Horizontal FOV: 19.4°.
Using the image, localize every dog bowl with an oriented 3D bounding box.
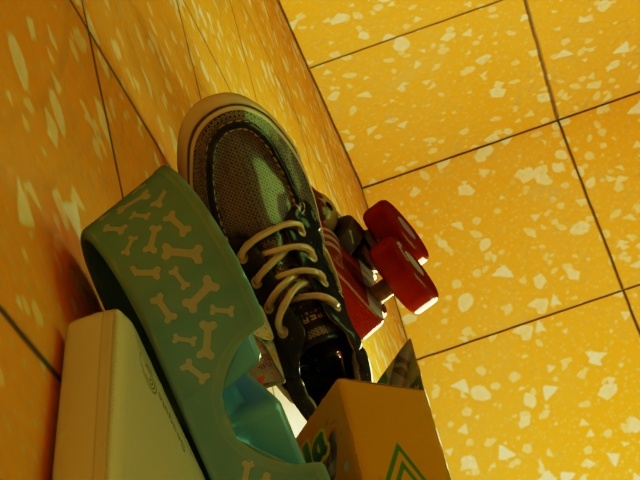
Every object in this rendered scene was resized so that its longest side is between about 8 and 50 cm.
[{"bbox_3d":[-0.078,0.096,1.284,0.166,0.074,0.297,32,-33,63],"label":"dog bowl"}]

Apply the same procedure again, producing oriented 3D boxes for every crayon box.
[{"bbox_3d":[0.025,0.252,1.382,0.203,0.083,0.323,-58,-147,38],"label":"crayon box"}]

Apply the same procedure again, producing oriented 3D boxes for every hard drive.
[{"bbox_3d":[-0.092,0.221,1.063,0.353,0.047,0.233,-100,170,-63],"label":"hard drive"}]

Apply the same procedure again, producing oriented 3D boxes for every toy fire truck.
[{"bbox_3d":[0.000,0.000,2.310,0.254,0.169,0.302,49,11,-19],"label":"toy fire truck"}]

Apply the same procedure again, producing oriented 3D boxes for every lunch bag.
[{"bbox_3d":[-0.069,0.092,1.732,0.071,0.053,0.083,-111,175,-59],"label":"lunch bag"}]

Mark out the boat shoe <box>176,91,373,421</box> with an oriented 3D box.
[{"bbox_3d":[-0.032,0.025,1.816,0.158,0.127,0.340,47,-19,59],"label":"boat shoe"}]
